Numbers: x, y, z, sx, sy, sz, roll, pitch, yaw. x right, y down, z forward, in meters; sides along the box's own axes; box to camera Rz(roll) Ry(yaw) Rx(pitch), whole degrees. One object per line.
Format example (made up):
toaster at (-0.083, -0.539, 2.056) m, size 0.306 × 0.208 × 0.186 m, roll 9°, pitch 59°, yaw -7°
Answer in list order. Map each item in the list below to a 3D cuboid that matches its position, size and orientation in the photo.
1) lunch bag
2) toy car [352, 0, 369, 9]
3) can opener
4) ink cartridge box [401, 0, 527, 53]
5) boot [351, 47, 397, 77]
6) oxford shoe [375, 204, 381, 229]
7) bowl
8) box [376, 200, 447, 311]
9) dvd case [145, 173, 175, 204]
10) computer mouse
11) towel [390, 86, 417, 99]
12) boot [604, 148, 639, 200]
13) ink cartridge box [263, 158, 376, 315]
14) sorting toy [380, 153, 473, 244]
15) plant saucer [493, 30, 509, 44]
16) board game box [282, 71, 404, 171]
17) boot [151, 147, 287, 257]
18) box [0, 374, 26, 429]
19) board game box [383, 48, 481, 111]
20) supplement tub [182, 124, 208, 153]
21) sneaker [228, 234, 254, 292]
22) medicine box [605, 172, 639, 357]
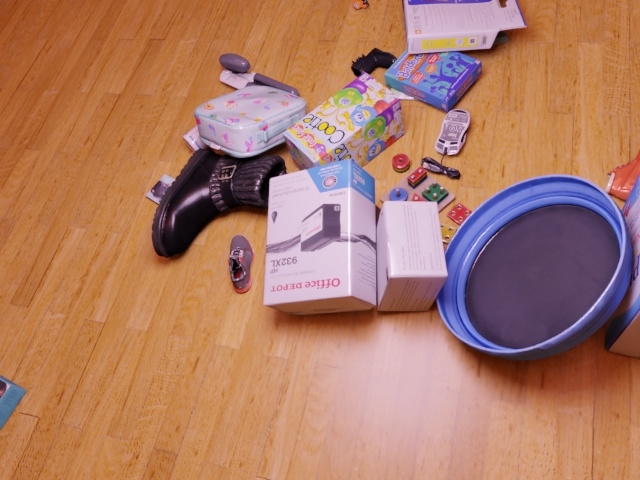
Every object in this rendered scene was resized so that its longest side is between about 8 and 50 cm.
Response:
lunch bag at (-0.180, -0.317, 1.469) m, size 0.224 × 0.108 × 0.279 m, roll 28°, pitch 45°, yaw 31°
toy car at (0.117, -0.775, 1.767) m, size 0.040 × 0.060 × 0.122 m, roll -53°, pitch 30°, yaw 33°
can opener at (-0.193, -0.475, 1.628) m, size 0.283 × 0.095 × 0.076 m, roll 29°, pitch 72°, yaw 26°
ink cartridge box at (0.389, -0.640, 1.546) m, size 0.307 × 0.072 × 0.304 m, roll 0°, pitch 50°, yaw 4°
boot at (0.154, -0.506, 1.588) m, size 0.099 × 0.045 × 0.121 m, roll -39°, pitch 51°, yaw -12°
oxford shoe at (0.092, -0.078, 1.335) m, size 0.227 × 0.096 × 0.083 m, roll 38°, pitch 74°, yaw 27°
bowl at (0.409, 0.052, 1.083) m, size 0.391 × 0.077 × 0.391 m, roll -35°, pitch 36°, yaw 30°
box at (0.186, 0.037, 1.185) m, size 0.119 × 0.182 × 0.181 m, roll 1°, pitch 60°, yaw -3°
dvd case at (-0.422, -0.131, 1.540) m, size 0.119 × 0.013 × 0.087 m, roll 30°, pitch 72°, yaw 26°
computer mouse at (0.333, -0.248, 1.404) m, size 0.106 × 0.042 × 0.193 m, roll 17°, pitch 72°, yaw 27°
towel at (0.274, -0.440, 1.535) m, size 0.151 × 0.023 × 0.113 m, roll 4°, pitch 62°, yaw 16°
boot at (0.705, -0.161, 1.253) m, size 0.084 × 0.059 × 0.158 m, roll 20°, pitch 69°, yaw 29°
ink cartridge box at (0.000, 0.000, 1.233) m, size 0.223 × 0.129 × 0.308 m, roll -9°, pitch 69°, yaw 29°
sorting toy at (0.241, -0.106, 1.342) m, size 0.132 × 0.046 × 0.274 m, roll -39°, pitch 60°, yaw -9°
plant saucer at (0.483, -0.640, 1.599) m, size 0.067 × 0.018 × 0.192 m, roll -15°, pitch 60°, yaw 5°
board game box at (0.064, -0.278, 1.425) m, size 0.275 × 0.142 × 0.144 m, roll -39°, pitch 59°, yaw -9°
boot at (-0.255, -0.094, 1.408) m, size 0.260 × 0.131 × 0.348 m, roll 12°, pitch 64°, yaw 20°
box at (-0.815, 0.437, 1.289) m, size 0.100 × 0.060 × 0.244 m, roll 18°, pitch 67°, yaw 22°
board game box at (0.303, -0.454, 1.496) m, size 0.210 × 0.047 × 0.160 m, roll 33°, pitch 75°, yaw 29°
supplement tub at (-0.335, -0.304, 1.582) m, size 0.107 × 0.071 × 0.071 m, roll -42°, pitch 60°, yaw -11°
sneaker at (-0.199, 0.046, 1.354) m, size 0.061 × 0.065 × 0.158 m, roll -15°, pitch 59°, yaw 5°
medicine box at (0.646, 0.047, 1.027) m, size 0.149 × 0.263 × 0.289 m, roll 9°, pitch 64°, yaw 18°
